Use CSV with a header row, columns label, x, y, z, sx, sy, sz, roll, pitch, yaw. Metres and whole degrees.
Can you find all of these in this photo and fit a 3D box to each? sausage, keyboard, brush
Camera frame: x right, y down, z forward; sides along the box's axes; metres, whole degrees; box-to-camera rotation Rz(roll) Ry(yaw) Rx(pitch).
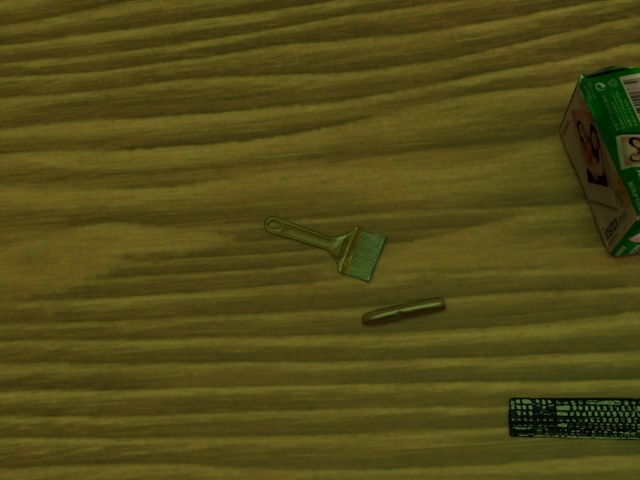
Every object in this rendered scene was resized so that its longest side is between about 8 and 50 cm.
label,x,y,z,sx,sy,sz,roll,pitch,yaw
sausage,0.128,0.110,1.253,0.132,0.024,0.024,-12,71,5
keyboard,0.372,0.257,1.167,0.195,0.018,0.060,-2,70,9
brush,0.000,0.000,1.318,0.205,0.011,0.083,18,77,16

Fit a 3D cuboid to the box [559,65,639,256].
label,x,y,z,sx,sy,sz,roll,pitch,yaw
box,0.450,-0.115,1.187,0.102,0.180,0.250,-14,69,1
